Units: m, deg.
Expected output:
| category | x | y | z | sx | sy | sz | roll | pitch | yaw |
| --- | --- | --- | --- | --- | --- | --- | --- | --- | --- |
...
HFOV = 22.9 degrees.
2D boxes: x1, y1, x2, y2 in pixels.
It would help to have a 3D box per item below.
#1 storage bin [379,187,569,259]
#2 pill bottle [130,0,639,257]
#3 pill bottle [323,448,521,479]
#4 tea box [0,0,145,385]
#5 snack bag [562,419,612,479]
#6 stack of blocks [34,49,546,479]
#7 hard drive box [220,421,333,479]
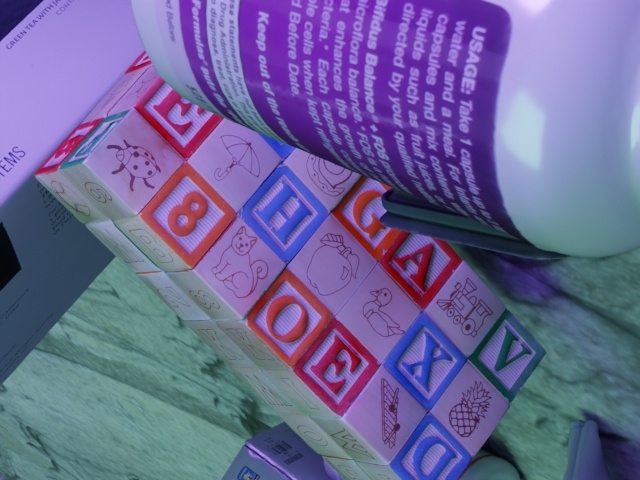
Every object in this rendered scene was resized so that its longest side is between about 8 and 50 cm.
| category | x | y | z | sx | sy | sz | roll | pitch | yaw |
| --- | --- | --- | --- | --- | --- | --- | --- | --- | --- |
| storage bin | 0.098 | -0.055 | 0.811 | 0.135 | 0.098 | 0.091 | 15 | 120 | 48 |
| pill bottle | 0.078 | -0.092 | 0.646 | 0.301 | 0.169 | 0.169 | 25 | 154 | 36 |
| pill bottle | 0.081 | 0.197 | 1.311 | 0.160 | 0.087 | 0.087 | 18 | 150 | 43 |
| tea box | -0.300 | -0.080 | 1.074 | 0.323 | 0.329 | 0.220 | 36 | 159 | 14 |
| snack bag | 0.199 | 0.350 | 1.121 | 0.037 | 0.342 | 0.323 | -1 | 141 | 25 |
| stack of blocks | 0.000 | 0.000 | 0.950 | 0.297 | 0.171 | 0.087 | 47 | 158 | -18 |
| hard drive box | 0.033 | 0.263 | 1.405 | 0.232 | 0.089 | 0.181 | 35 | -166 | 14 |
